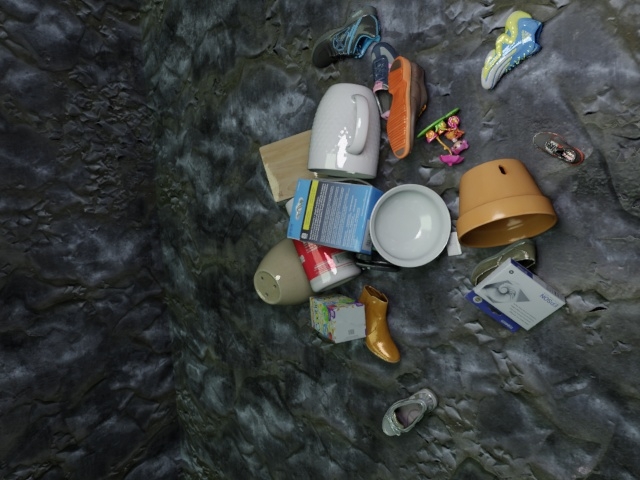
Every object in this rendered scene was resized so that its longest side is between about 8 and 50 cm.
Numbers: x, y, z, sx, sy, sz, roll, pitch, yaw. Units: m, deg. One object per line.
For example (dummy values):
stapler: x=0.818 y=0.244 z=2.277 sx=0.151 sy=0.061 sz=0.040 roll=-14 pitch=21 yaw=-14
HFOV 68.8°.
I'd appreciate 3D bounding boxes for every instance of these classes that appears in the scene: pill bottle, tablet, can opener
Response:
pill bottle: x=0.000 y=0.000 z=2.022 sx=0.229 sy=0.229 sz=0.408 roll=-33 pitch=75 yaw=42
tablet: x=0.485 y=0.012 z=1.714 sx=0.054 sy=0.006 sz=0.083 roll=-11 pitch=90 yaw=45
can opener: x=0.228 y=0.098 z=1.901 sx=0.186 sy=0.059 sz=0.073 roll=16 pitch=147 yaw=15

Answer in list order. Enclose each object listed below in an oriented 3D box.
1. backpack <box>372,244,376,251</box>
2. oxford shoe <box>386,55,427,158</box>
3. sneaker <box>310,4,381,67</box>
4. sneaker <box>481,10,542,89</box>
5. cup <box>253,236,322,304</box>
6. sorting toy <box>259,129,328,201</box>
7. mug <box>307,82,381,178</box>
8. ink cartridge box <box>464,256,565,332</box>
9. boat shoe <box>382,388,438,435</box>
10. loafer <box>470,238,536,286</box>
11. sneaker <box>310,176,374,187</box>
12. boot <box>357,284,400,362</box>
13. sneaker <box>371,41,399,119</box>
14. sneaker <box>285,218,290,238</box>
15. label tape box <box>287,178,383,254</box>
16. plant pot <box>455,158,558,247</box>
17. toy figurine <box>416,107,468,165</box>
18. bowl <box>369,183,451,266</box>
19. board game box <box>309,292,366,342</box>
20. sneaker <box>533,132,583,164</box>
backpack: x=0.215 y=-0.036 z=1.874 sx=0.188 sy=0.144 sz=0.166 roll=2 pitch=95 yaw=36
oxford shoe: x=0.320 y=-0.463 z=1.645 sx=0.130 sy=0.132 sz=0.364 roll=169 pitch=105 yaw=-65
sneaker: x=0.093 y=-0.773 z=1.854 sx=0.340 sy=0.125 sz=0.140 roll=-25 pitch=78 yaw=44
sneaker: x=0.594 y=-0.573 z=1.439 sx=0.126 sy=0.091 sz=0.240 roll=36 pitch=120 yaw=33
cup: x=-0.168 y=0.173 z=2.172 sx=0.331 sy=0.237 sz=0.331 roll=17 pitch=119 yaw=33
sorting toy: x=-0.109 y=-0.327 z=2.088 sx=0.257 sy=0.089 sz=0.256 roll=-17 pitch=88 yaw=8
mug: x=0.110 y=-0.418 z=1.767 sx=0.374 sy=0.276 sz=0.328 roll=-158 pitch=74 yaw=-79
ink cartridge box: x=0.623 y=0.194 z=1.520 sx=0.223 sy=0.045 sz=0.224 roll=35 pitch=127 yaw=-2
boat shoe: x=0.347 y=0.715 z=1.914 sx=0.320 sy=0.103 sz=0.118 roll=-49 pitch=65 yaw=38
loafer: x=0.601 y=0.093 z=1.541 sx=0.251 sy=0.094 sz=0.087 roll=-48 pitch=29 yaw=37
sneaker: x=0.102 y=-0.223 z=1.957 sx=0.290 sy=0.123 sz=0.106 roll=13 pitch=107 yaw=9
boot: x=0.246 y=0.340 z=1.933 sx=0.295 sy=0.104 sz=0.211 roll=44 pitch=131 yaw=36
sneaker: x=0.242 y=-0.597 z=1.742 sx=0.112 sy=0.131 sz=0.319 roll=-23 pitch=82 yaw=44
sneaker: x=-0.139 y=-0.027 z=2.265 sx=0.074 sy=0.063 sz=0.171 roll=-2 pitch=102 yaw=38
label tape box: x=0.052 y=-0.098 z=1.830 sx=0.347 sy=0.115 sz=0.249 roll=11 pitch=89 yaw=35
plant pot: x=0.553 y=-0.118 z=1.454 sx=0.290 sy=0.290 sz=0.204 roll=-27 pitch=63 yaw=43
toy figurine: x=0.452 y=-0.346 z=1.629 sx=0.173 sy=0.130 sz=0.159 roll=-34 pitch=87 yaw=17
bowl: x=0.318 y=-0.055 z=1.730 sx=0.134 sy=0.297 sz=0.298 roll=-141 pitch=43 yaw=-86
board game box: x=0.069 y=0.324 z=2.011 sx=0.275 sy=0.144 sz=0.142 roll=-170 pitch=74 yaw=-67
sneaker: x=0.708 y=-0.280 z=1.402 sx=0.158 sy=0.064 sz=0.061 roll=39 pitch=122 yaw=32
